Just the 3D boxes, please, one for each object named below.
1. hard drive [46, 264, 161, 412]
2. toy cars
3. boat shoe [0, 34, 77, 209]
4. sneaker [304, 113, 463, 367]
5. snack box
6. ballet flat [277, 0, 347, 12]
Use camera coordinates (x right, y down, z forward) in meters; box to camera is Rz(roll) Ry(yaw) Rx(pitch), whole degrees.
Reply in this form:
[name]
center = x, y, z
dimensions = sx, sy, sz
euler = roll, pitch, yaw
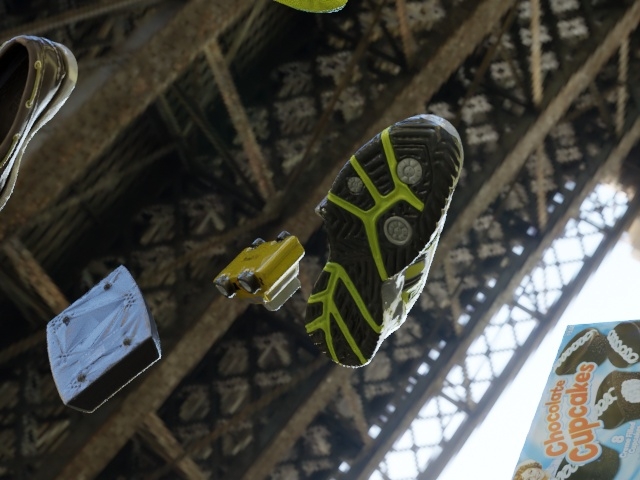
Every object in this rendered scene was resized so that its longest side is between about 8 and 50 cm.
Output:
[hard drive]
center = -0.322, 0.146, 1.621
dimensions = 0.172, 0.254, 0.054
euler = -39, -61, -1
[toy cars]
center = 0.000, 0.000, 1.569
dimensions = 0.394, 0.087, 0.176
euler = -35, 15, 24
[boat shoe]
center = -0.458, -0.138, 1.489
dimensions = 0.324, 0.116, 0.097
euler = -53, -18, 11
[sneaker]
center = 0.087, -0.012, 1.405
dimensions = 0.147, 0.145, 0.384
euler = -39, -21, -47
[snack box]
center = 0.390, 0.241, 1.497
dimensions = 0.060, 0.187, 0.322
euler = 55, -135, -28
[ballet flat]
center = -0.065, -0.458, 1.915
dimensions = 0.077, 0.231, 0.077
euler = 80, -151, -57
